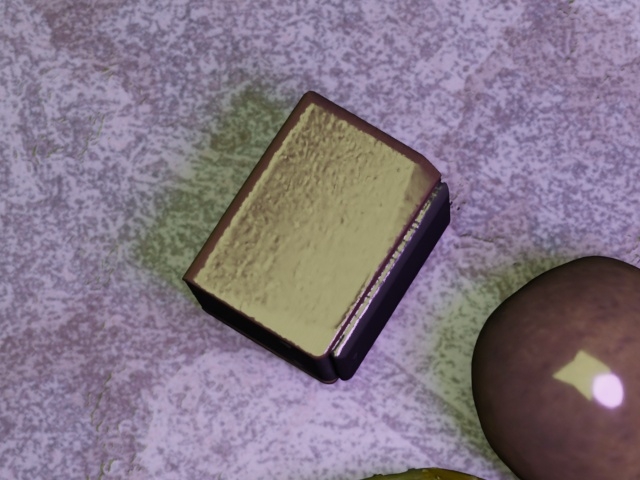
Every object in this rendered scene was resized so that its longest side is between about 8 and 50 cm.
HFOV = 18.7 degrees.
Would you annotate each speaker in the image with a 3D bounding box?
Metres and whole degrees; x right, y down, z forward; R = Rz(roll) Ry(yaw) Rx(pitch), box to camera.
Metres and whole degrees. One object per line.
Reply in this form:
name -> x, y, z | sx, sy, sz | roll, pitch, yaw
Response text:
speaker -> 0.000, 0.000, 1.950 | 0.192, 0.153, 0.231 | 31, 80, 13

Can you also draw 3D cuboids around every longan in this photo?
longan -> 0.259, 0.143, 1.868 | 0.246, 0.215, 0.246 | -6, 103, -27

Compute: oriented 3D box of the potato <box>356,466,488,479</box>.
potato -> 0.094, 0.307, 1.860 | 0.253, 0.148, 0.186 | 13, 37, -4
